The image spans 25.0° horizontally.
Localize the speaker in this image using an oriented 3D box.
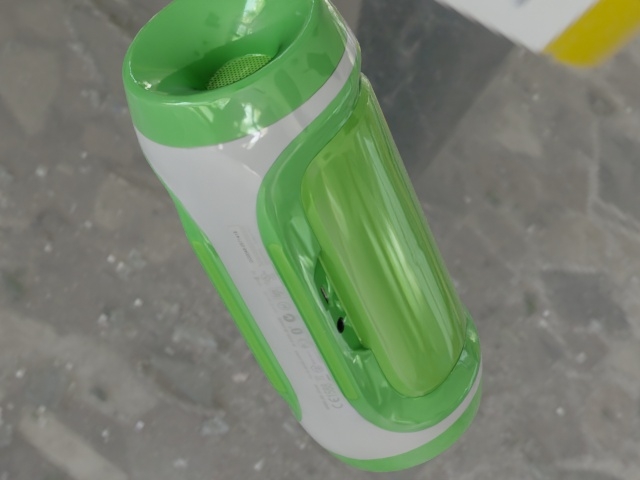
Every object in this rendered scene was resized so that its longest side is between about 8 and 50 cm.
[{"bbox_3d":[0.000,0.000,0.807,0.131,0.131,0.297,-82,155,-45],"label":"speaker"}]
